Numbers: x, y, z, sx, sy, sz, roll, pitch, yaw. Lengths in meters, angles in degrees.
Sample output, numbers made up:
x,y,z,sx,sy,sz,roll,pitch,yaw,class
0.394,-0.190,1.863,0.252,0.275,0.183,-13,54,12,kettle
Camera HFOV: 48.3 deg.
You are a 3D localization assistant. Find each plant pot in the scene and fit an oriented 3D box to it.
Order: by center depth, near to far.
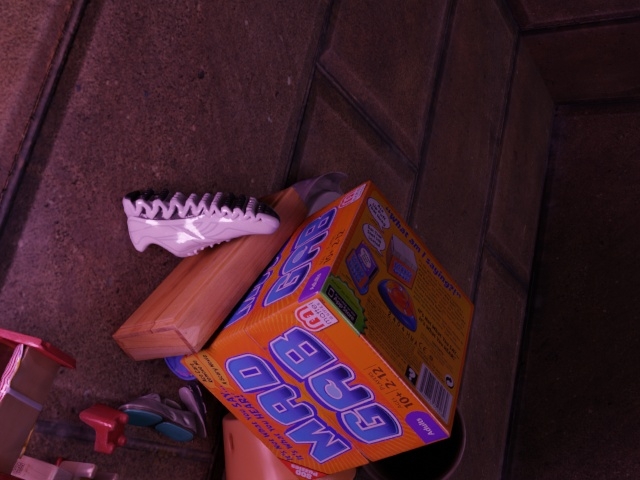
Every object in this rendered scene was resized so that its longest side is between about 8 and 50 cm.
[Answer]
x,y,z,sx,sy,sz,roll,pitch,yaw,class
-0.088,0.452,1.563,0.291,0.291,0.203,-17,90,-55,plant pot
0.278,0.582,2.117,0.280,0.323,0.323,53,48,-65,plant pot

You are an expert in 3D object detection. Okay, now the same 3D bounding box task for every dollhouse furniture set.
x,y,z,sx,sy,sz,roll,pitch,yaw,class
-0.450,0.293,1.135,0.374,0.152,0.201,68,37,-59,dollhouse furniture set

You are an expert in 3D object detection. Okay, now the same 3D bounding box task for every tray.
x,y,z,sx,sy,sz,roll,pitch,yaw,class
-0.205,0.057,1.394,0.076,0.203,0.411,56,46,-20,tray

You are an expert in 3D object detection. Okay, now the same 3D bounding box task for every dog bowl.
x,y,z,sx,sy,sz,roll,pitch,yaw,class
0.000,0.000,1.802,0.349,0.102,0.348,-4,95,-57,dog bowl

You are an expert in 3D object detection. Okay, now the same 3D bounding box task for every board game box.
x,y,z,sx,sy,sz,roll,pitch,yaw,class
0.032,0.178,1.380,0.356,0.356,0.356,49,36,-16,board game box

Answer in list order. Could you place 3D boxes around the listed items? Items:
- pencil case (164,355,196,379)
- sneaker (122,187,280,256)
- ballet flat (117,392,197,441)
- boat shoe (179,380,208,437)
x,y,z,sx,sy,sz,roll,pitch,yaw,class
-0.186,0.201,1.508,0.306,0.133,0.119,-11,122,-55,pencil case
-0.219,-0.028,1.333,0.110,0.292,0.118,-69,162,-73,sneaker
-0.318,0.334,1.388,0.213,0.072,0.068,45,28,-49,ballet flat
-0.256,0.352,1.489,0.038,0.046,0.125,-36,113,-45,boat shoe
